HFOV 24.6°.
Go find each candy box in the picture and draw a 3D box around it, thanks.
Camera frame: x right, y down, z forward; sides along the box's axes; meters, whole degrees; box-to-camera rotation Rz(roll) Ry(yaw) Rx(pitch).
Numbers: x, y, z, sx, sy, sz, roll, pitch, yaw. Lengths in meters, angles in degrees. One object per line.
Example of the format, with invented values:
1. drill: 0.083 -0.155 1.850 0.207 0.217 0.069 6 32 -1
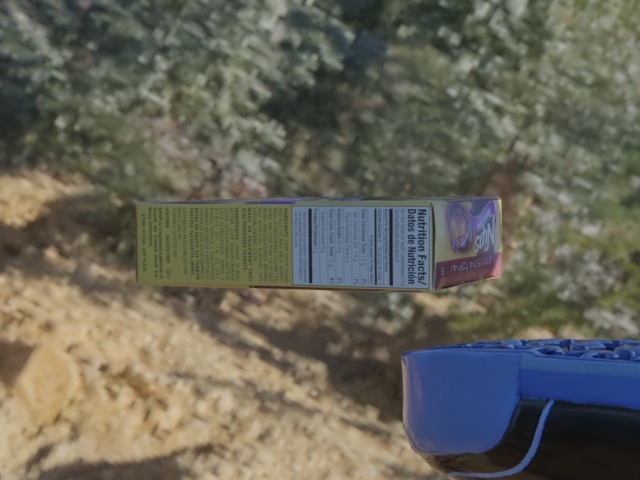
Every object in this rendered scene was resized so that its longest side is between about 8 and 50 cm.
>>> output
1. candy box: 0.000 0.000 0.847 0.187 0.053 0.109 2 3 26

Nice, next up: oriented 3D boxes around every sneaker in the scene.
1. sneaker: 0.119 0.073 0.324 0.232 0.090 0.081 6 2 32
